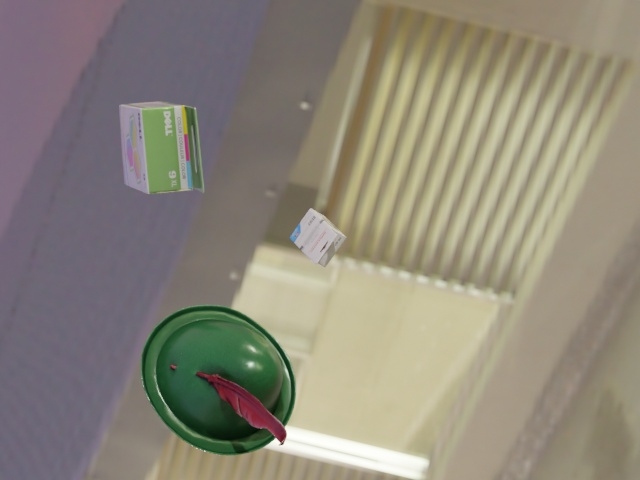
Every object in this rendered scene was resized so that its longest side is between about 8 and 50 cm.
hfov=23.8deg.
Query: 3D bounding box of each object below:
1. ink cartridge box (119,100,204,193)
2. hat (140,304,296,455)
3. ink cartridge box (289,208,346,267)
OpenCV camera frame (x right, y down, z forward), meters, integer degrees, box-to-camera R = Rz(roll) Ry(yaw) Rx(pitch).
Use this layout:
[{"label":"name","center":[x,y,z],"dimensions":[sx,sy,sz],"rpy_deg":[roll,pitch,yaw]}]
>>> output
[{"label":"ink cartridge box","center":[-0.205,-0.118,1.937],"dimensions":[0.209,0.062,0.109],"rpy_deg":[-158,63,-70]},{"label":"hat","center":[-0.078,0.122,1.609],"dimensions":[0.173,0.208,0.183],"rpy_deg":[-37,-11,-32]},{"label":"ink cartridge box","center":[0.000,0.000,1.901],"dimensions":[0.048,0.028,0.083],"rpy_deg":[-55,34,8]}]
